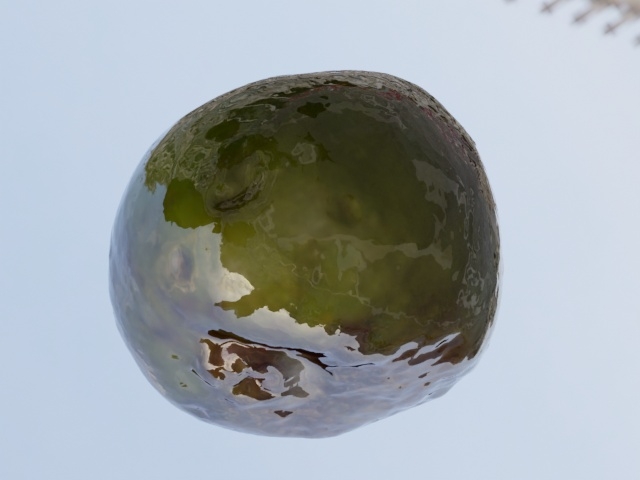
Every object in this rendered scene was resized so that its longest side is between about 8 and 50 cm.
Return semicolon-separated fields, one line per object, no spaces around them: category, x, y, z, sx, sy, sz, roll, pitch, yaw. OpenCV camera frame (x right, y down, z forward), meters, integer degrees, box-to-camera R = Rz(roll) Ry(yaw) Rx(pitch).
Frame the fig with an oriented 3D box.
fig;0.000;0.000;0.855;0.181;0.181;0.191;48;-138;-14
